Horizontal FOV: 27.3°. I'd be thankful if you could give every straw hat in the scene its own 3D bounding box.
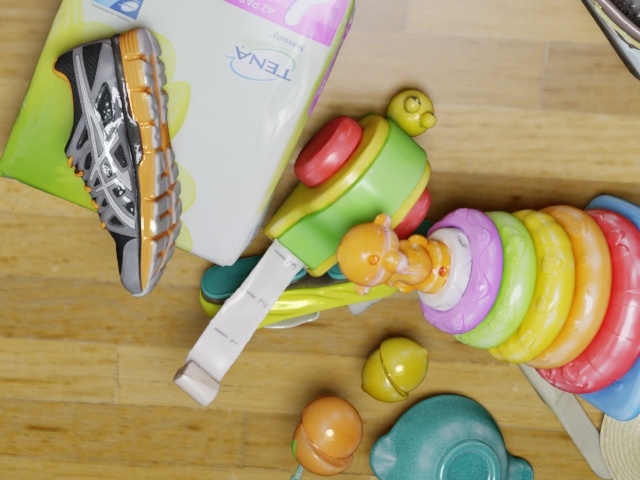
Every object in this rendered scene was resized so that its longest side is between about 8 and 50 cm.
[{"bbox_3d":[0.339,0.199,1.243,0.145,0.061,0.144,-2,104,-8],"label":"straw hat"}]

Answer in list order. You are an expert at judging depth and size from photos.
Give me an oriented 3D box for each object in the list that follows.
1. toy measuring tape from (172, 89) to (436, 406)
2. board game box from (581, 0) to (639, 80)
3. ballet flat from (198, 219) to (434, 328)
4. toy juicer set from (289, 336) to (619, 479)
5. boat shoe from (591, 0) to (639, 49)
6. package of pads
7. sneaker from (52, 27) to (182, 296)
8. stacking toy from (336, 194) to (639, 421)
[{"bbox_3d":[0.000,0.000,1.102,0.121,0.121,0.330,40,75,-12],"label":"toy measuring tape"},{"bbox_3d":[0.330,-0.302,1.070,0.303,0.097,0.224,-35,106,12],"label":"board game box"},{"bbox_3d":[0.004,0.039,1.203,0.231,0.077,0.077,-13,129,7],"label":"ballet flat"},{"bbox_3d":[0.112,0.178,1.240,0.329,0.089,0.209,-19,100,-20],"label":"toy juicer set"},{"bbox_3d":[0.194,-0.275,0.980,0.117,0.096,0.324,-32,105,12],"label":"boat shoe"},{"bbox_3d":[-0.113,-0.148,1.119,0.229,0.101,0.296,24,108,-6],"label":"package of pads"},{"bbox_3d":[-0.162,-0.060,1.057,0.083,0.084,0.214,-3,99,6],"label":"sneaker"},{"bbox_3d":[0.142,0.034,1.094,0.302,0.166,0.175,11,104,-27],"label":"stacking toy"}]
